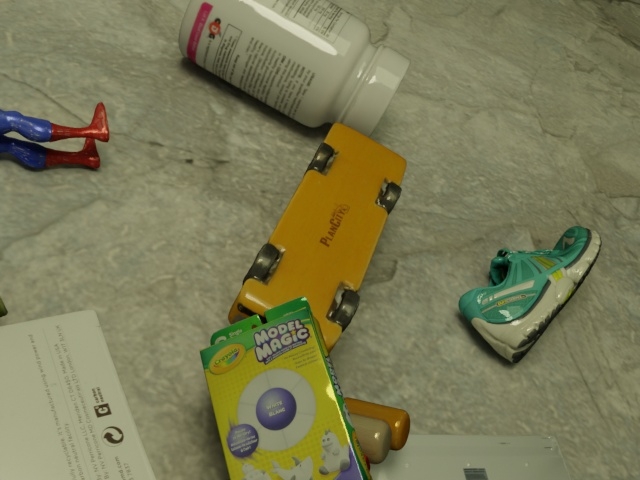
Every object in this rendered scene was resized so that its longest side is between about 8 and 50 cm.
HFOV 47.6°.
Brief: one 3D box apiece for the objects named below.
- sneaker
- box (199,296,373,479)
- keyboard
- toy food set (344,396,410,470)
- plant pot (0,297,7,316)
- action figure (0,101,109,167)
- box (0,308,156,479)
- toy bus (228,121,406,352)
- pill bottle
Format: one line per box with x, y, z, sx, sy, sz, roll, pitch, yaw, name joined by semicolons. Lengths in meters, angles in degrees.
0.279;0.043;0.945;0.110;0.107;0.275;38;45;19;sneaker
-0.034;0.136;0.602;0.105;0.043;0.179;-23;59;5;box
0.163;0.243;0.776;0.256;0.014;0.072;7;56;-23;keyboard
-0.006;0.230;0.640;0.104;0.111;0.232;8;53;24;toy food set
-0.430;0.005;0.514;0.293;0.275;0.275;-30;70;-24;plant pot
-0.379;-0.142;0.756;0.280;0.091;0.139;-5;63;-32;action figure
-0.238;0.170;0.546;0.182;0.119;0.181;-10;58;-34;box
0.000;0.000;0.807;0.108;0.130;0.333;29;45;-4;toy bus
-0.032;-0.254;0.982;0.283;0.160;0.160;30;45;-3;pill bottle
